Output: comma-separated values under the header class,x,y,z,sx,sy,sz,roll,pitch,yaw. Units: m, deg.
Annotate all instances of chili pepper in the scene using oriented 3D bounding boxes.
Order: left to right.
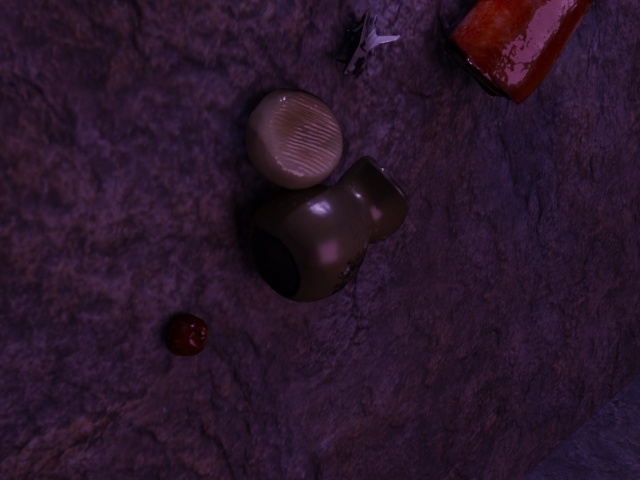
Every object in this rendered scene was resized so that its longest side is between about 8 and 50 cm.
class,x,y,z,sx,sy,sz,roll,pitch,yaw
chili pepper,0.467,-0.506,1.950,0.251,0.229,0.305,32,96,-8

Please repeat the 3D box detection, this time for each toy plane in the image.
class,x,y,z,sx,sy,sz,roll,pitch,yaw
toy plane,0.081,-0.403,1.723,0.234,0.082,0.160,-42,144,-43

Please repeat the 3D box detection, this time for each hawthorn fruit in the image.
class,x,y,z,sx,sy,sz,roll,pitch,yaw
hawthorn fruit,-0.261,0.192,1.621,0.093,0.093,0.093,-23,123,-40

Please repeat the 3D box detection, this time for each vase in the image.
class,x,y,z,sx,sy,sz,roll,pitch,yaw
vase,0.000,0.000,1.734,0.302,0.241,0.329,-33,163,-32

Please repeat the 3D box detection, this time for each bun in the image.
class,x,y,z,sx,sy,sz,roll,pitch,yaw
bun,-0.062,-0.196,1.621,0.222,0.127,0.222,13,68,-36
